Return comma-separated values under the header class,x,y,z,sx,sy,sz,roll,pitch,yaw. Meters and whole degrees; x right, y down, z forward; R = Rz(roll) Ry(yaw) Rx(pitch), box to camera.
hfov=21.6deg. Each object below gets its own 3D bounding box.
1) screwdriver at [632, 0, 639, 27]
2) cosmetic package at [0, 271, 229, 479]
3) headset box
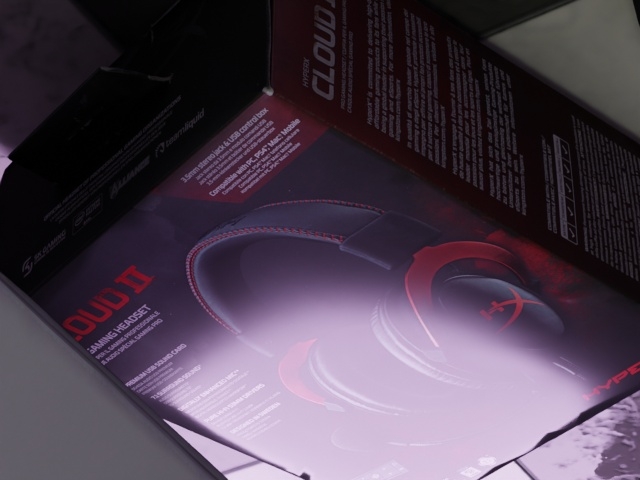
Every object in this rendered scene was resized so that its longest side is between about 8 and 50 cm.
class,x,y,z,sx,sy,sz,roll,pitch,yaw
screwdriver,0.130,-0.135,0.689,0.025,0.024,0.170,10,143,35
cosmetic package,-0.264,0.139,0.642,0.393,0.329,0.327,22,160,39
headset box,0.000,0.000,0.777,0.293,0.110,0.218,28,133,-30
